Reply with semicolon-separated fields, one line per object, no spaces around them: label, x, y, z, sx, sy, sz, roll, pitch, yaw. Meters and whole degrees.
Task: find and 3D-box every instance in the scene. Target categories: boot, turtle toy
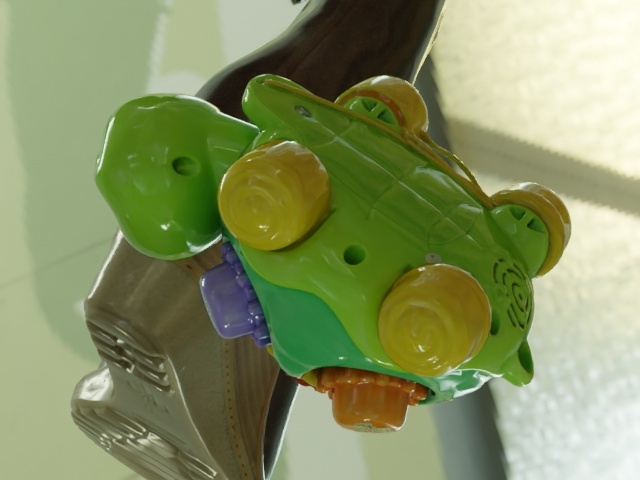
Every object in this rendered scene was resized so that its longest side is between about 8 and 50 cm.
boot;-0.009;-0.004;0.768;0.090;0.248;0.207;32;-112;11
turtle toy;0.000;0.000;0.507;0.130;0.066;0.095;37;-151;9
